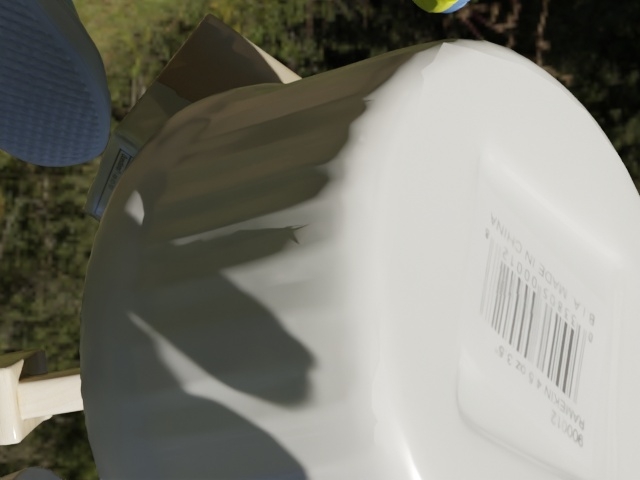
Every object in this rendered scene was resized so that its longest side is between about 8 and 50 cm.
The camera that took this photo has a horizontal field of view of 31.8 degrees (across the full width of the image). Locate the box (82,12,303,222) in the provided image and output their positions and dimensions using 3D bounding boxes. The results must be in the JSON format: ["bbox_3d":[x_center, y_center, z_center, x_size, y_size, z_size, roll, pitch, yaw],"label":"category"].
[{"bbox_3d":[0.000,0.000,0.801,0.311,0.121,0.148,36,152,-6],"label":"box"}]

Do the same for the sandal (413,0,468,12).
[{"bbox_3d":[0.182,-0.363,1.126,0.138,0.126,0.317,-19,150,-41],"label":"sandal"}]

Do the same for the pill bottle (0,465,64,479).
[{"bbox_3d":[-0.234,0.191,0.517,0.264,0.146,0.146,-22,162,8],"label":"pill bottle"}]

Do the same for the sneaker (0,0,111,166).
[{"bbox_3d":[-0.260,-0.217,0.951,0.135,0.150,0.366,-3,144,7],"label":"sneaker"}]

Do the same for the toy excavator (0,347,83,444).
[{"bbox_3d":[-0.100,0.122,1.253,0.433,0.222,0.445,-5,-178,26],"label":"toy excavator"}]

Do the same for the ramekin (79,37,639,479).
[{"bbox_3d":[0.047,0.048,0.492,0.135,0.277,0.277,-16,159,39],"label":"ramekin"}]
